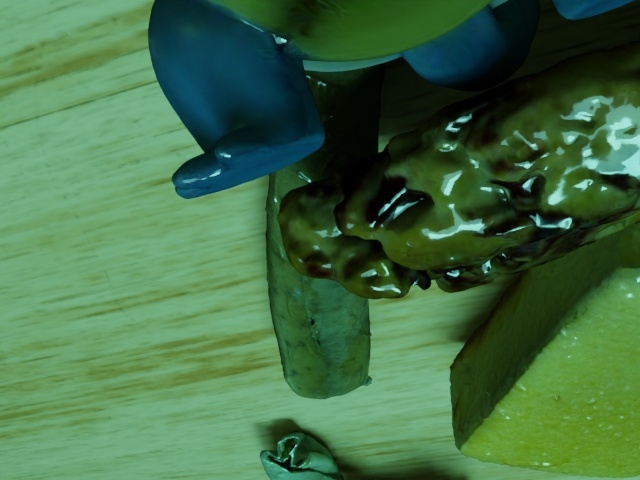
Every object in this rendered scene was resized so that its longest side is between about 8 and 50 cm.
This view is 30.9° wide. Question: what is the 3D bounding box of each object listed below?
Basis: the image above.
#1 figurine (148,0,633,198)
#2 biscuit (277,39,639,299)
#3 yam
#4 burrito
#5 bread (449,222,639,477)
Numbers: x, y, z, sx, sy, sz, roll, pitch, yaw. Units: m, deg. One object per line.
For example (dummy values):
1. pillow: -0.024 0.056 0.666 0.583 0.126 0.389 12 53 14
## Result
1. figurine: 0.009 -0.175 0.436 0.298 0.243 0.416 -19 136 23
2. biscuit: 0.141 -0.038 0.609 0.334 0.081 0.289 -21 175 23
3. yam: 0.000 0.000 0.807 0.083 0.083 0.371 2 142 4
4. burrito: -0.017 0.218 1.119 0.074 0.044 0.118 -10 142 8
5. bread: 0.225 0.069 0.842 0.185 0.114 0.274 11 144 -13
